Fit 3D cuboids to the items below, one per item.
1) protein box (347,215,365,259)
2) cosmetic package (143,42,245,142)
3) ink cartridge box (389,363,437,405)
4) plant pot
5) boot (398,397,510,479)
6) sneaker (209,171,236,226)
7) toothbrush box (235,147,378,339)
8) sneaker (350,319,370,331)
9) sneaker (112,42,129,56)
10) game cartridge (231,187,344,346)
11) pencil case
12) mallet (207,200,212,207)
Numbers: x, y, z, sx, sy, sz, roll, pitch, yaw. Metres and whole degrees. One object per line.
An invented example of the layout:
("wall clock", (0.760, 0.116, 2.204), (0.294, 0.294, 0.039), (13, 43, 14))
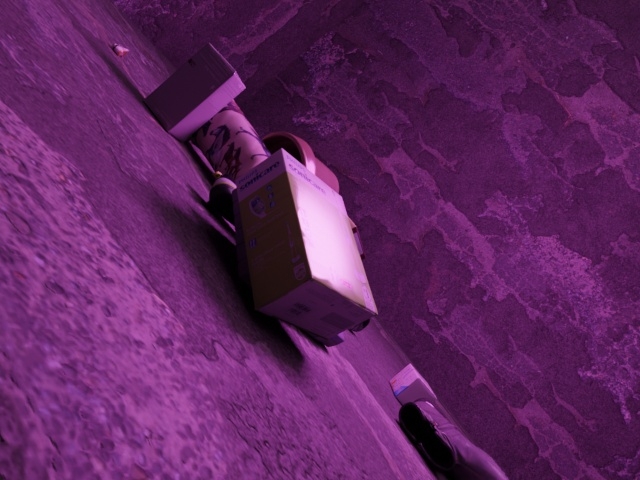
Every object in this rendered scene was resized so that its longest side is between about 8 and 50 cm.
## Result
("protein box", (0.000, 0.000, 1.674), (0.199, 0.201, 0.135), (55, -12, 52))
("cosmetic package", (-0.335, -0.391, 1.425), (0.127, 0.238, 0.107), (49, 0, 12))
("ink cartridge box", (0.277, 0.451, 1.621), (0.090, 0.092, 0.143), (50, 2, -6))
("plant pot", (-0.069, -0.163, 1.579), (0.229, 0.263, 0.263), (14, 31, -48))
("boot", (0.327, 0.541, 1.321), (0.338, 0.118, 0.223), (40, 2, 19))
("sneaker", (-0.160, -0.065, 1.203), (0.234, 0.084, 0.097), (54, 19, -36))
("toothbrush box", (-0.029, 0.009, 0.962), (0.206, 0.122, 0.283), (33, 35, -48))
("sneaker", (0.071, 0.200, 1.720), (0.228, 0.086, 0.132), (46, 3, -45))
("sneaker", (-0.608, -0.582, 1.617), (0.037, 0.032, 0.083), (50, 3, -16))
("game cartridge", (-0.057, 0.063, 1.112), (0.355, 0.068, 0.230), (47, 20, -48))
("pencil case", (-0.244, -0.236, 1.483), (0.410, 0.183, 0.160), (55, 10, 32))
("mallet", (-0.238, -0.098, 1.252), (0.062, 0.039, 0.190), (52, 7, 4))
